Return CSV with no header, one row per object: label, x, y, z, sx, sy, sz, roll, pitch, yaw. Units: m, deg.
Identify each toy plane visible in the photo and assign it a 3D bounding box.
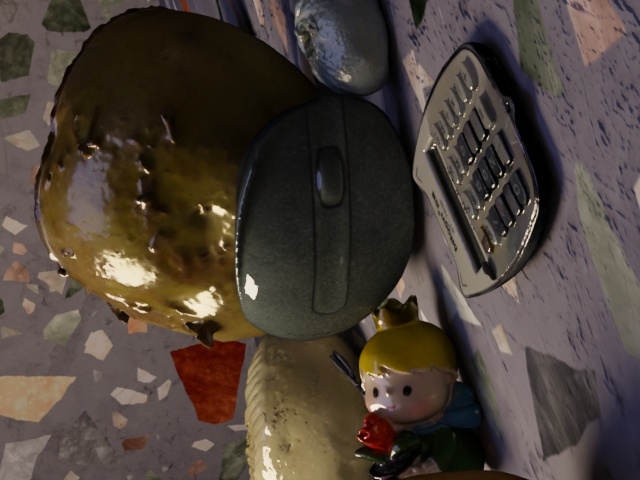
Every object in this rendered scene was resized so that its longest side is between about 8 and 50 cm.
toy plane,0.099,0.201,1.694,0.197,0.078,0.053,49,158,30

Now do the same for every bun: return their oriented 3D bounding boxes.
bun,-0.013,0.289,2.083,0.362,0.234,0.326,-95,1,-52
bun,0.018,-0.211,1.314,0.141,0.083,0.141,159,90,-82

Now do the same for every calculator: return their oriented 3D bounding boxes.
calculator,0.133,-0.056,1.072,0.268,0.040,0.177,101,149,-71

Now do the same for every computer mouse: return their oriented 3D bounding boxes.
computer mouse,0.002,0.002,1.408,0.374,0.203,0.114,91,169,-49

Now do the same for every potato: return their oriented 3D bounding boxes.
potato,-0.125,-0.057,1.611,0.319,0.385,0.442,23,154,40

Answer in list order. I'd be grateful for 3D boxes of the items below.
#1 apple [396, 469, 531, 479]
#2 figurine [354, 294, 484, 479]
apple,0.112,0.386,1.046,0.391,0.391,0.347,-121,28,-55
figurine,0.087,0.192,1.425,0.127,0.185,0.234,15,127,56
